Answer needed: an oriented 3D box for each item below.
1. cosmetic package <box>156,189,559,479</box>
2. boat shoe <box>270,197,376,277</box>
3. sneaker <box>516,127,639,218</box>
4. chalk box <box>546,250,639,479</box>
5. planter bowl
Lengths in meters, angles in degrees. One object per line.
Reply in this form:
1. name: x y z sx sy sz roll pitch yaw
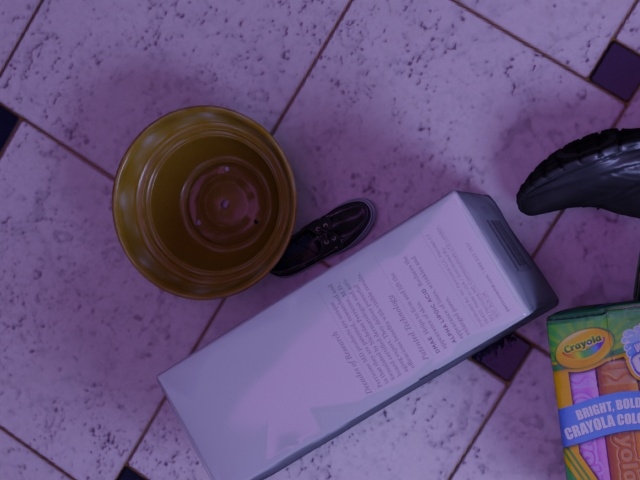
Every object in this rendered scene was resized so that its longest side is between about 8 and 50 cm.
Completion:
1. cosmetic package: 0.041 0.107 1.883 0.385 0.217 0.156 -34 81 14
2. boat shoe: 0.000 0.000 1.982 0.142 0.040 0.049 -34 82 13
3. sneaker: 0.347 -0.063 1.858 0.286 0.109 0.130 -17 104 22
4. chalk box: 0.337 0.142 1.820 0.179 0.180 0.288 -8 87 15
5. planter bowl: -0.119 -0.041 1.989 0.217 0.090 0.217 0 89 15
